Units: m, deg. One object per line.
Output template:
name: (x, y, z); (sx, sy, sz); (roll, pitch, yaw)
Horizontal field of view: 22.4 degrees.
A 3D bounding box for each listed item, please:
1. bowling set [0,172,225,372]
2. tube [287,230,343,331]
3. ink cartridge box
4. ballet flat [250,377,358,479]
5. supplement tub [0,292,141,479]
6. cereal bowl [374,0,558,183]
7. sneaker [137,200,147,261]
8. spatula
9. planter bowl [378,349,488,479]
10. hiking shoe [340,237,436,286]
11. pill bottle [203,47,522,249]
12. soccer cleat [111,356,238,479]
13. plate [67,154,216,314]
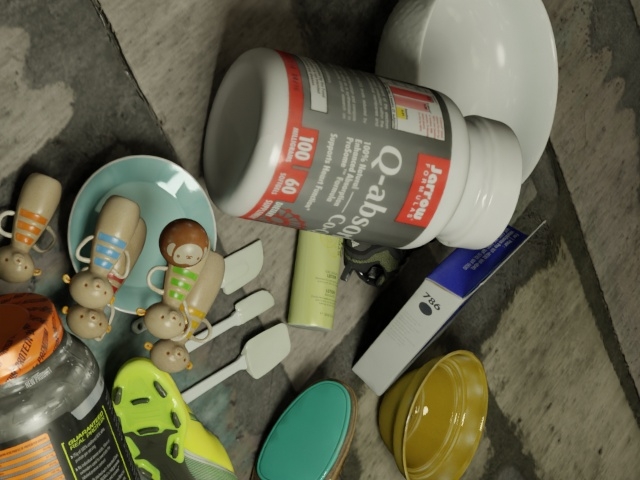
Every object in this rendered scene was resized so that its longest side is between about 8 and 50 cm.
bowling set: (-0.214, 0.040, 1.776); (0.287, 0.200, 0.154); (24, 80, -22)
tube: (0.000, 0.000, 2.164); (0.070, 0.062, 0.240); (106, -9, -81)
ink cartridge box: (0.169, 0.077, 2.189); (0.065, 0.332, 0.165); (45, 51, 6)
ballet flat: (-0.038, 0.350, 2.130); (0.342, 0.116, 0.124); (-67, 156, -18)
supplement tub: (-0.308, 0.240, 1.727); (0.207, 0.207, 0.338); (-36, 120, -40)
cereal bowl: (0.188, -0.226, 2.285); (0.339, 0.141, 0.338); (-6, 98, -48)
sneaker: (-0.226, -0.020, 1.924); (0.069, 0.038, 0.098); (54, 52, -31)
spatula: (-0.134, 0.120, 2.052); (0.242, 0.019, 0.168); (-31, 117, -42)
planter bowl: (0.146, 0.252, 2.319); (0.217, 0.090, 0.217); (-24, 120, -48)
hiking shoe: (0.089, 0.004, 2.250); (0.227, 0.086, 0.114); (-2, 119, -60)
pill bottle: (0.055, -0.104, 2.012); (0.363, 0.210, 0.210); (11, 86, -25)
soccer cleat: (-0.178, 0.245, 1.977); (0.121, 0.093, 0.289); (-86, 155, -56)
plate: (-0.212, -0.006, 1.897); (0.188, 0.024, 0.188); (1, 88, -29)
